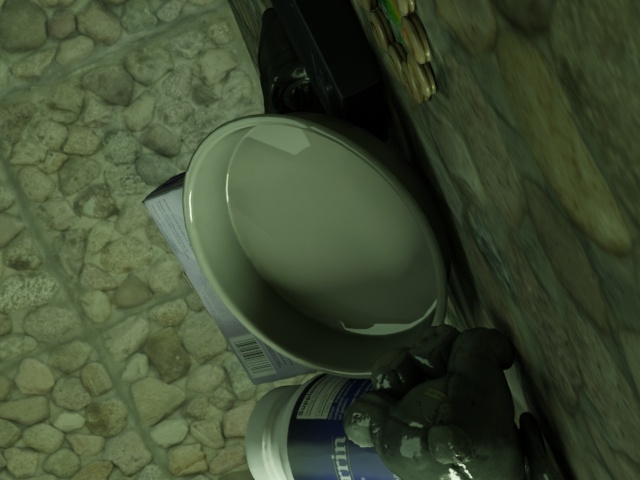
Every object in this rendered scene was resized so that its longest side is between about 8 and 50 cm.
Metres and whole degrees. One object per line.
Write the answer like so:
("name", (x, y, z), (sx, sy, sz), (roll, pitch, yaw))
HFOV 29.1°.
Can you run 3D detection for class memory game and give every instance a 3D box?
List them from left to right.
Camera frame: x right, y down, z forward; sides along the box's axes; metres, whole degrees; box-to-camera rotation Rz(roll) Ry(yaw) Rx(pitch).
("memory game", (0.044, -0.187, 0.922), (0.186, 0.012, 0.186), (157, 90, -88))

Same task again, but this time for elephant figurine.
("elephant figurine", (0.146, 0.201, 1.068), (0.169, 0.186, 0.239), (-11, 121, 44))

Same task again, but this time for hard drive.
("hard drive", (-0.004, -0.212, 1.206), (0.172, 0.054, 0.255), (74, 172, -67))

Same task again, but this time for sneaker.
("sneaker", (-0.029, -0.195, 1.561), (0.286, 0.109, 0.130), (98, 156, -67))

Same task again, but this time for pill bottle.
("pill bottle", (0.053, 0.211, 1.285), (0.264, 0.153, 0.153), (-8, 110, 45))

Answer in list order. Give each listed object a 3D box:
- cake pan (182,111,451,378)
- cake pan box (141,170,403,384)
("cake pan", (0.000, 0.000, 1.184), (0.054, 0.293, 0.293), (-46, -58, -44))
("cake pan box", (-0.034, 0.026, 1.315), (0.245, 0.070, 0.267), (-18, 107, 44))
